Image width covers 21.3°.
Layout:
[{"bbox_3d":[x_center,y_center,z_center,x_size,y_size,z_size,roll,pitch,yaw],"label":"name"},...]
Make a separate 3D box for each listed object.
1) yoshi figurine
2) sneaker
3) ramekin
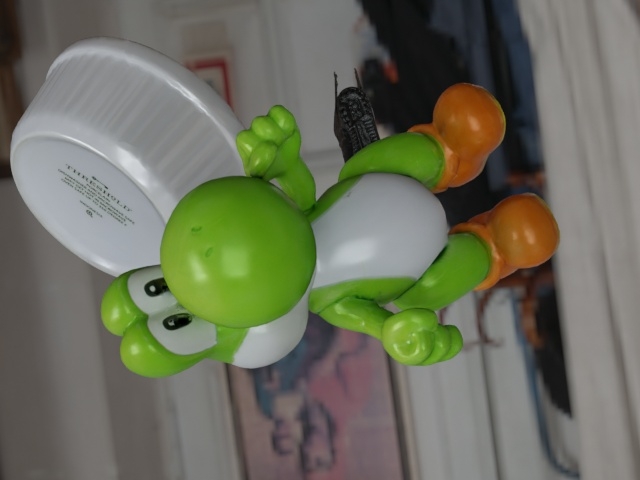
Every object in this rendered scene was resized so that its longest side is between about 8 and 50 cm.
[{"bbox_3d":[0.014,-0.002,1.280,0.362,0.203,0.203,-22,-147,-28],"label":"yoshi figurine"},{"bbox_3d":[0.044,-0.114,1.925,0.051,0.170,0.089,-11,178,-2],"label":"sneaker"},{"bbox_3d":[-0.204,-0.073,1.789,0.273,0.273,0.127,-6,-142,48],"label":"ramekin"}]
